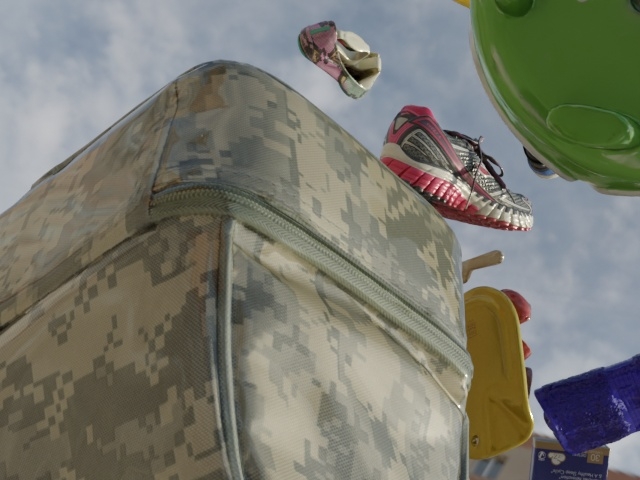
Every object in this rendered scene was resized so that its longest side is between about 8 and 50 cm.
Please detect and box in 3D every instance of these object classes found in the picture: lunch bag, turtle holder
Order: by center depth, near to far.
[{"bbox_3d":[-0.083,0.109,0.491,0.305,0.256,0.213,-29,-52,30],"label":"lunch bag"},{"bbox_3d":[0.260,-0.136,0.763,0.320,0.243,0.227,36,-2,11],"label":"turtle holder"}]

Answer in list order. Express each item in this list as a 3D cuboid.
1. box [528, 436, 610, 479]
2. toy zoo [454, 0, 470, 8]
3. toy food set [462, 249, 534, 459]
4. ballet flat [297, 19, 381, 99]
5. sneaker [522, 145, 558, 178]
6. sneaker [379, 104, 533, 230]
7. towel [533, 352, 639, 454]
[{"bbox_3d":[0.442,0.476,1.839,0.137,0.036,0.225,6,-87,1],"label":"box"},{"bbox_3d":[0.298,-0.386,1.418,0.293,0.030,0.192,19,-54,-25],"label":"toy zoo"},{"bbox_3d":[0.184,0.121,1.052,0.071,0.217,0.128,14,-29,-30],"label":"toy food set"},{"bbox_3d":[0.045,-0.275,1.553,0.079,0.221,0.076,-14,-109,23],"label":"ballet flat"},{"bbox_3d":[0.247,-0.141,1.029,0.058,0.084,0.152,24,-89,20],"label":"sneaker"},{"bbox_3d":[0.199,-0.086,1.372,0.121,0.299,0.112,12,-97,44],"label":"sneaker"},{"bbox_3d":[0.488,0.232,1.510,0.308,0.076,0.227,-22,-31,14],"label":"towel"}]
